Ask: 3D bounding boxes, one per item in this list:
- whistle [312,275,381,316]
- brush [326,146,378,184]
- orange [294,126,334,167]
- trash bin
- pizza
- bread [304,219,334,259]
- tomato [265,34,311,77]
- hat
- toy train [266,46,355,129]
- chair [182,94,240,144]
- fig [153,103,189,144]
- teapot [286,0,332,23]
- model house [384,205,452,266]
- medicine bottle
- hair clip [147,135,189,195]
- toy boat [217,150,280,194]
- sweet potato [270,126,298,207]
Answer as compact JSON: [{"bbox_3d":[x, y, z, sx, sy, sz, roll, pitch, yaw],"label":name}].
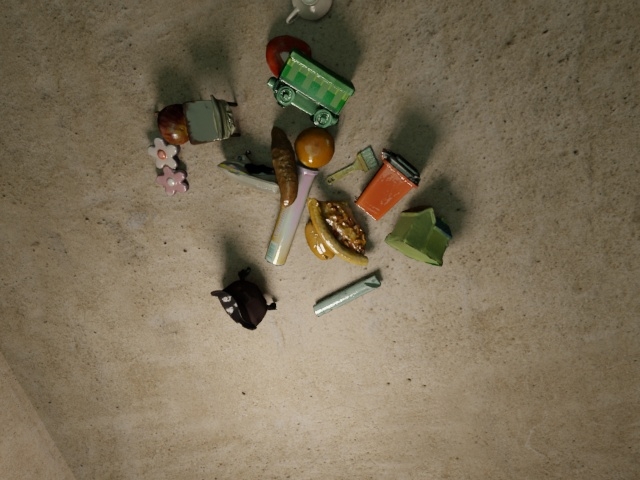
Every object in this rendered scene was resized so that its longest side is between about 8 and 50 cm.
[{"bbox_3d":[0.111,0.235,1.826,0.312,0.062,0.062,-29,100,16],"label":"whistle"},{"bbox_3d":[0.117,-0.282,1.694,0.218,0.010,0.082,-26,101,15],"label":"brush"},{"bbox_3d":[-0.022,-0.354,1.637,0.156,0.124,0.156,0,94,-7],"label":"orange"},{"bbox_3d":[0.240,-0.211,1.622,0.184,0.161,0.239,41,112,-4],"label":"trash bin"},{"bbox_3d":[0.081,-0.046,1.710,0.182,0.074,0.365,-37,101,-10],"label":"pizza"},{"bbox_3d":[0.000,0.000,1.767,0.114,0.077,0.189,-22,99,10],"label":"bread"},{"bbox_3d":[-0.127,-0.669,1.581,0.174,0.082,0.166,20,109,0],"label":"tomato"},{"bbox_3d":[-0.307,0.233,1.802,0.238,0.336,0.209,38,71,14],"label":"hat"},{"bbox_3d":[-0.036,-0.543,1.548,0.301,0.120,0.202,24,114,-23],"label":"toy train"},{"bbox_3d":[-0.407,-0.435,1.565,0.186,0.319,0.160,-3,106,6],"label":"chair"},{"bbox_3d":[-0.568,-0.474,1.681,0.149,0.148,0.202,-24,77,-12],"label":"fig"},{"bbox_3d":[-0.038,-0.851,1.511,0.226,0.092,0.145,-33,98,20],"label":"teapot"},{"bbox_3d":[0.397,-0.027,1.664,0.214,0.195,0.189,29,85,-15],"label":"model house"},{"bbox_3d":[-0.126,-0.105,1.742,0.108,0.108,0.426,22,110,2],"label":"medicine bottle"},{"bbox_3d":[-0.629,-0.309,1.780,0.146,0.075,0.257,-4,111,5],"label":"hair clip"},{"bbox_3d":[-0.271,-0.271,1.698,0.269,0.141,0.141,31,109,1],"label":"toy boat"},{"bbox_3d":[-0.141,-0.298,1.614,0.092,0.114,0.341,-4,75,-24],"label":"sweet potato"}]
